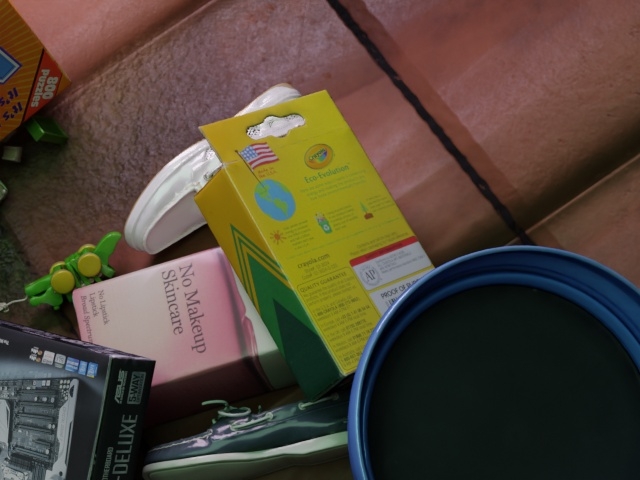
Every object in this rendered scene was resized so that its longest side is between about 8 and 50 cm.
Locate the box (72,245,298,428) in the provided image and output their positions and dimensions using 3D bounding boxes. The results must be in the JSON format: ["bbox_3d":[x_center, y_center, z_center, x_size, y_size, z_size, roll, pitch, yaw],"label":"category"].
[{"bbox_3d":[-0.146,0.108,1.890,0.232,0.127,0.148,-17,66,6],"label":"box"}]

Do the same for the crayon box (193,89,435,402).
[{"bbox_3d":[0.000,0.000,1.835,0.202,0.081,0.318,-19,74,-40],"label":"crayon box"}]

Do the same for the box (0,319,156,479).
[{"bbox_3d":[-0.336,0.218,1.828,0.307,0.076,0.242,12,90,37],"label":"box"}]

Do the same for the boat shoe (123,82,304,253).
[{"bbox_3d":[-0.109,-0.070,1.969,0.277,0.098,0.096,-42,65,-7],"label":"boat shoe"}]

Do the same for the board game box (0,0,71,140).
[{"bbox_3d":[-0.591,-0.272,1.977,0.356,0.356,0.356,-40,52,-5],"label":"board game box"}]

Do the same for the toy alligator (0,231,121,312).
[{"bbox_3d":[-0.311,0.057,1.991,0.190,0.056,0.051,-33,106,-2],"label":"toy alligator"}]

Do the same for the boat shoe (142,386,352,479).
[{"bbox_3d":[-0.076,0.218,1.848,0.255,0.095,0.079,-13,68,6],"label":"boat shoe"}]

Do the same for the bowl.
[{"bbox_3d":[0.213,0.201,1.718,0.391,0.077,0.391,3,77,-14],"label":"bowl"}]

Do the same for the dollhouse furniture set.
[{"bbox_3d":[-0.393,-0.096,2.083,0.151,0.058,0.076,-45,73,14],"label":"dollhouse furniture set"}]
